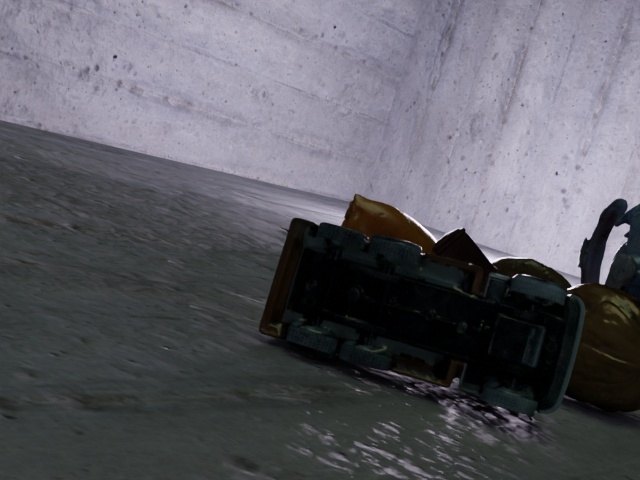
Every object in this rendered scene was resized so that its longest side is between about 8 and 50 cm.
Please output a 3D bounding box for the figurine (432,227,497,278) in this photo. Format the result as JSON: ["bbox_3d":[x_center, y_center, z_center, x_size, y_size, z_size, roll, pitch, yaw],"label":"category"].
[{"bbox_3d":[0.297,0.056,2.026,0.154,0.082,0.098,51,-13,-6],"label":"figurine"}]

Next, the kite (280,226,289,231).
[{"bbox_3d":[0.000,0.000,2.189,0.198,0.006,0.244,19,6,30],"label":"kite"}]

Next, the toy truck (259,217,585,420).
[{"bbox_3d":[0.108,0.082,1.006,0.305,0.136,0.162,15,-4,13],"label":"toy truck"}]

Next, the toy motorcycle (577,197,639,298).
[{"bbox_3d":[0.616,0.048,1.928,0.241,0.319,0.182,28,13,29],"label":"toy motorcycle"}]

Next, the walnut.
[{"bbox_3d":[0.339,0.128,1.183,0.155,0.155,0.184,14,11,-27],"label":"walnut"}]

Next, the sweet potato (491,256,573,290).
[{"bbox_3d":[0.488,0.100,2.201,0.124,0.098,0.310,-13,24,-34],"label":"sweet potato"}]

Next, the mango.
[{"bbox_3d":[0.149,-0.003,2.058,0.252,0.126,0.154,24,0,-25],"label":"mango"}]
